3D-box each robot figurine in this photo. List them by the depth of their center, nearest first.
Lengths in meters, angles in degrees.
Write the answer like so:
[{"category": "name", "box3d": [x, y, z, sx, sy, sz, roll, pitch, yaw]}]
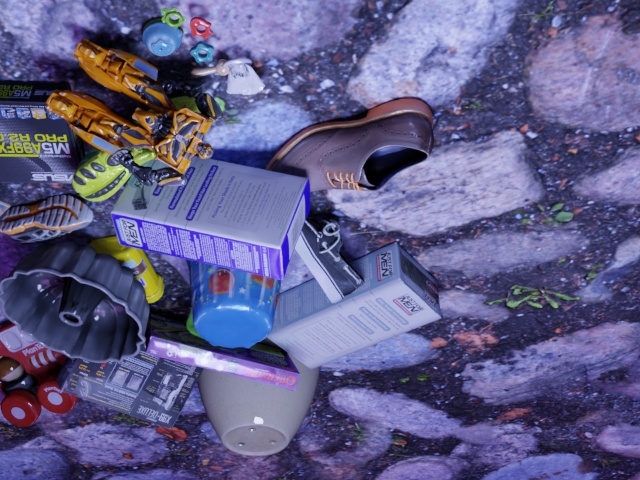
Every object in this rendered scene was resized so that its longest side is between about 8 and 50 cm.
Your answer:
[{"category": "robot figurine", "box3d": [-0.319, -0.220, 1.616, 0.291, 0.085, 0.211, 28, 94, -4]}]

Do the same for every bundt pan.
[{"category": "bundt pan", "box3d": [-0.520, 0.125, 1.997, 0.331, 0.124, 0.331, 9, 139, 8]}]

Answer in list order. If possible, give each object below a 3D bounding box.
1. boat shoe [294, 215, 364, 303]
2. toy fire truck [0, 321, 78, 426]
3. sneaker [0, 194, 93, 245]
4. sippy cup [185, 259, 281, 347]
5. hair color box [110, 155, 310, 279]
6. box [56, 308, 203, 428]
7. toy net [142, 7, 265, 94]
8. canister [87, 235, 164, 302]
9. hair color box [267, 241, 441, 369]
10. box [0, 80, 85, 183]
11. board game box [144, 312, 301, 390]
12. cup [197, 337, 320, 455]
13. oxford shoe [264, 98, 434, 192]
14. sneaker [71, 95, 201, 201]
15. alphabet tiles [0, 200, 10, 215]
[{"category": "boat shoe", "box3d": [0.001, 0.002, 1.961, 0.105, 0.113, 0.306, -30, 117, 4]}, {"category": "toy fire truck", "box3d": [-0.723, 0.305, 2.300, 0.302, 0.169, 0.254, -22, 112, 22]}, {"category": "sneaker", "box3d": [-0.570, -0.037, 1.941, 0.215, 0.084, 0.083, -5, 143, 19]}, {"category": "sippy cup", "box3d": [-0.185, 0.103, 1.998, 0.240, 0.224, 0.305, 0, 140, 0]}, {"category": "hair color box", "box3d": [-0.207, -0.055, 1.775, 0.339, 0.185, 0.110, 13, 142, 10]}, {"category": "box", "box3d": [-0.443, 0.296, 2.231, 0.307, 0.076, 0.242, 26, 94, -29]}, {"category": "toy net", "box3d": [-0.193, -0.335, 1.620, 0.232, 0.045, 0.122, 22, 133, -27]}, {"category": "canister", "box3d": [-0.440, 0.067, 2.066, 0.126, 0.073, 0.170, -8, 138, 10]}, {"category": "hair color box", "box3d": [0.073, 0.160, 2.155, 0.374, 0.113, 0.185, -25, 135, 26]}, {"category": "box", "box3d": [-0.597, -0.203, 1.752, 0.270, 0.060, 0.216, 2, 139, -3]}, {"category": "board game box", "box3d": [-0.231, 0.254, 2.115, 0.347, 0.056, 0.208, 17, -178, -14]}, {"category": "cup", "box3d": [-0.162, 0.407, 2.348, 0.331, 0.237, 0.331, -1, 140, -1]}, {"category": "oxford shoe", "box3d": [0.046, -0.151, 1.770, 0.364, 0.132, 0.130, -22, 136, 24]}, {"category": "sneaker", "box3d": [-0.347, -0.193, 1.738, 0.295, 0.123, 0.109, -30, 126, 5]}, {"category": "alphabet tiles", "box3d": [-0.776, -0.088, 1.876, 0.237, 0.009, 0.198, 25, 153, -28]}]
